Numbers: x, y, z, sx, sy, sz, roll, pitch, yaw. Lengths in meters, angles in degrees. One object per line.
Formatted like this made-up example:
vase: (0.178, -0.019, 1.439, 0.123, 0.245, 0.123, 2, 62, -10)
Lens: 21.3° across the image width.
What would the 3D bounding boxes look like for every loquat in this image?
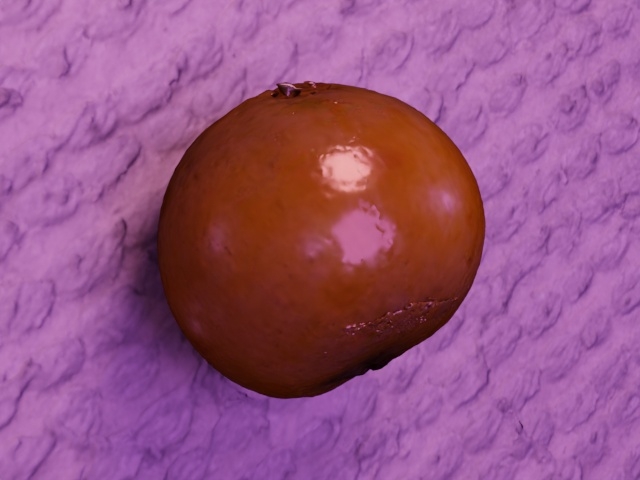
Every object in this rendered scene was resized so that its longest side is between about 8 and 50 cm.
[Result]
loquat: (0.000, 0.000, 1.345, 0.263, 0.263, 0.263, -1, 91, -41)
